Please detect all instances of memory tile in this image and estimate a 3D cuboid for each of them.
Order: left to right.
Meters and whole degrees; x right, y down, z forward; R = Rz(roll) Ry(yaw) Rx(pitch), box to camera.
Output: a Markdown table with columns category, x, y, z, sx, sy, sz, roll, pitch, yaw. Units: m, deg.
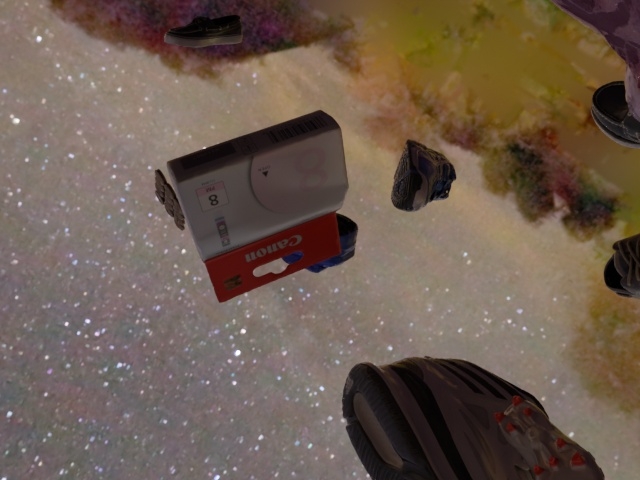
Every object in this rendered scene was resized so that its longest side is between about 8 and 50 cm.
| category | x | y | z | sx | sy | sz | roll | pitch | yaw |
| --- | --- | --- | --- | --- | --- | --- | --- | --- | --- |
| memory tile | -0.321 | -0.084 | 1.272 | 0.012 | 0.148 | 0.113 | -32 | -97 | -20 |

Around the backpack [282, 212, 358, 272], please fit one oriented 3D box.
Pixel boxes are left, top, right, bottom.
| category | x | y | z | sx | sy | sz | roll | pitch | yaw |
| --- | --- | --- | --- | --- | --- | --- | --- | --- | --- |
| backpack | 0.000 | 0.000 | 0.979 | 0.120 | 0.101 | 0.098 | 15 | -153 | 25 |

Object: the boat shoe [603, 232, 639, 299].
| category | x | y | z | sx | sy | sz | roll | pitch | yaw |
| --- | --- | --- | --- | --- | --- | --- | --- | --- | --- |
| boat shoe | 0.572 | 0.047 | 1.018 | 0.355 | 0.130 | 0.132 | 54 | -149 | -69 |

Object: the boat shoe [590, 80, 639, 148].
| category | x | y | z | sx | sy | sz | roll | pitch | yaw |
| --- | --- | --- | --- | --- | --- | --- | --- | --- | --- |
| boat shoe | 0.512 | -0.180 | 0.867 | 0.091 | 0.114 | 0.302 | 36 | -175 | -40 |

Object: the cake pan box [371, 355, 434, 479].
| category | x | y | z | sx | sy | sz | roll | pitch | yaw |
| --- | --- | --- | --- | --- | --- | --- | --- | --- | --- |
| cake pan box | 0.177 | 0.358 | 1.013 | 0.070 | 0.267 | 0.246 | 25 | -177 | -6 |

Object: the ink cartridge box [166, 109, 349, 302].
| category | x | y | z | sx | sy | sz | roll | pitch | yaw |
| --- | --- | --- | --- | --- | --- | --- | --- | --- | --- |
| ink cartridge box | -0.057 | -0.022 | 0.716 | 0.189 | 0.232 | 0.066 | -22 | -141 | -13 |

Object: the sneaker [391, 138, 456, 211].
| category | x | y | z | sx | sy | sz | roll | pitch | yaw |
| --- | --- | --- | --- | --- | --- | --- | --- | --- | --- |
| sneaker | 0.144 | -0.089 | 0.808 | 0.081 | 0.080 | 0.211 | 20 | -155 | 3 |

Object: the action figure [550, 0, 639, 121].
| category | x | y | z | sx | sy | sz | roll | pitch | yaw |
| --- | --- | --- | --- | --- | --- | --- | --- | --- | --- |
| action figure | 0.141 | -0.276 | 0.483 | 0.370 | 0.248 | 0.276 | 12 | 147 | 27 |

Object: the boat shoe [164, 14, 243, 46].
| category | x | y | z | sx | sy | sz | roll | pitch | yaw |
| --- | --- | --- | --- | --- | --- | --- | --- | --- | --- |
| boat shoe | -0.173 | -0.315 | 0.894 | 0.049 | 0.040 | 0.142 | 25 | -148 | 31 |

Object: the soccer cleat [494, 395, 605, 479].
| category | x | y | z | sx | sy | sz | roll | pitch | yaw |
| --- | --- | --- | --- | --- | --- | --- | --- | --- | --- |
| soccer cleat | 0.235 | 0.224 | 0.585 | 0.076 | 0.068 | 0.196 | 45 | -172 | -13 |

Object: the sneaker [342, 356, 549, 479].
| category | x | y | z | sx | sy | sz | roll | pitch | yaw |
| --- | --- | --- | --- | --- | --- | --- | --- | --- | --- |
| sneaker | 0.229 | 0.313 | 0.706 | 0.257 | 0.169 | 0.447 | -5 | -132 | -28 |
